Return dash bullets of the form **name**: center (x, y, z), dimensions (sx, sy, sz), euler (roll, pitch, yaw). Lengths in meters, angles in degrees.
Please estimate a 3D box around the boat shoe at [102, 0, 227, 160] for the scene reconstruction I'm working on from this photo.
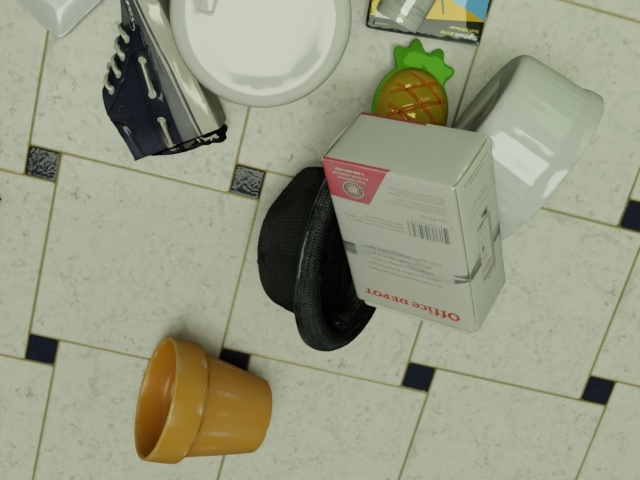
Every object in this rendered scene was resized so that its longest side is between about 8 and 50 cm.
- **boat shoe**: center (-0.276, -0.279, 1.303), dimensions (0.158, 0.127, 0.341), euler (-20, 107, 9)

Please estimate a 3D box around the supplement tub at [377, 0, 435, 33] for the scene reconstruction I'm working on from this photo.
- **supplement tub**: center (0.138, -0.366, 1.272), dimensions (0.071, 0.071, 0.107), euler (28, 106, -11)

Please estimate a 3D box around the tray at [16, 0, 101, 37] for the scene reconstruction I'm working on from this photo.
- **tray**: center (-0.432, -0.436, 1.261), dimensions (0.145, 0.030, 0.270), euler (-40, 123, 10)

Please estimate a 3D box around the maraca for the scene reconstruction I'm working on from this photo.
- **maraca**: center (0.146, -0.221, 1.360), dimensions (0.127, 0.099, 0.186), euler (19, 82, -19)

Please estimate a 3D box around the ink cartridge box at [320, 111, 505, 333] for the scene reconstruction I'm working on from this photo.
- **ink cartridge box**: center (0.138, -0.022, 1.232), dimensions (0.207, 0.117, 0.283), euler (15, 140, 30)

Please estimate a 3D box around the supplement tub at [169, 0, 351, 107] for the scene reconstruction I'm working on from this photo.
- **supplement tub**: center (-0.079, -0.318, 1.198), dimensions (0.228, 0.316, 0.228), euler (-1, 109, -2)

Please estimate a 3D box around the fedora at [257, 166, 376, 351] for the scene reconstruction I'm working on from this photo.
- **fedora**: center (0.000, 0.000, 1.368), dimensions (0.152, 0.334, 0.334), euler (12, 111, 29)

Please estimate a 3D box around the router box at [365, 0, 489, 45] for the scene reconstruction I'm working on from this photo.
- **router box**: center (0.168, -0.379, 1.331), dimensions (0.178, 0.046, 0.133), euler (8, 108, -5)

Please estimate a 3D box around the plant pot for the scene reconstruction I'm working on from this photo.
- **plant pot**: center (-0.191, 0.282, 1.468), dimensions (0.187, 0.205, 0.205), euler (16, 108, -24)

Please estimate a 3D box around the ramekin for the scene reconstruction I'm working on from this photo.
- **ramekin**: center (0.278, -0.142, 1.303), dimensions (0.135, 0.277, 0.277), euler (35, 104, -5)
